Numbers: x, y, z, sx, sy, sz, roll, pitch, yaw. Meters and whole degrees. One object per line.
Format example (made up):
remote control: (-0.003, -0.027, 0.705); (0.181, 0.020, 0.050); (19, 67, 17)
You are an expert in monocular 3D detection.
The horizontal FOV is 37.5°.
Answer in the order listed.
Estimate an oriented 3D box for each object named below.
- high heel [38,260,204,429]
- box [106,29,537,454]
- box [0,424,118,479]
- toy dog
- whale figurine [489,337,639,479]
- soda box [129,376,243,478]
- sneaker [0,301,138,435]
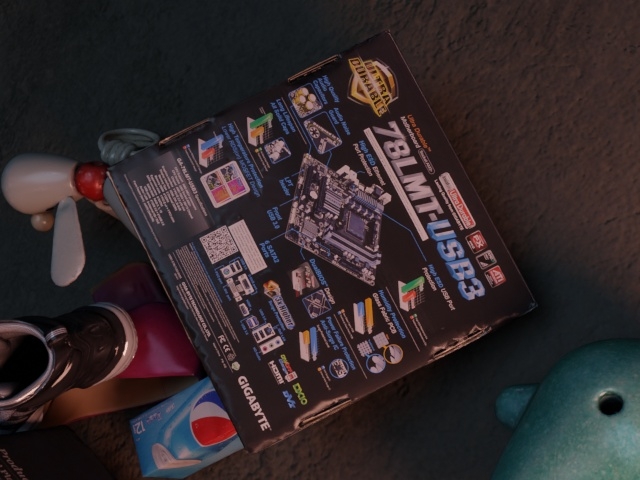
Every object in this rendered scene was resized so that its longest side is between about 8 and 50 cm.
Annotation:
high heel: (-0.299, 0.196, 1.071); (0.377, 0.127, 0.181); (-44, 48, 9)
box: (0.000, 0.000, 0.874); (0.293, 0.073, 0.295); (-27, 85, -4)
box: (-0.400, 0.438, 0.810); (0.297, 0.472, 0.480); (44, 95, 17)
toy dog: (-0.193, -0.008, 1.057); (0.334, 0.220, 0.160); (19, 118, 41)
whale figurine: (0.198, 0.186, 0.739); (0.272, 0.141, 0.216); (-34, 47, 0)
soda box: (-0.096, 0.180, 0.992); (0.210, 0.071, 0.067); (-31, 62, 20)
sneaker: (-0.329, 0.145, 0.967); (0.269, 0.153, 0.101); (-31, 76, 15)
